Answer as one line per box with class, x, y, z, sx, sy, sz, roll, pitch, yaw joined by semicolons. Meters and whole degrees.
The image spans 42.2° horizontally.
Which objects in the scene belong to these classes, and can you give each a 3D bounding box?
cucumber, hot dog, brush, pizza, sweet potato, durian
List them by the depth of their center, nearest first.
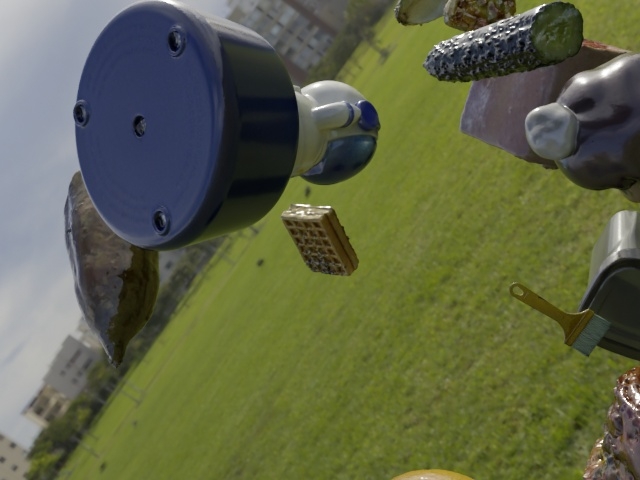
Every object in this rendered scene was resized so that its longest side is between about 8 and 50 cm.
cucumber;0.215;-0.240;1.049;0.072;0.072;0.300;-55;20;-8
sweet potato;-0.338;0.028;1.373;0.158;0.158;0.369;-50;44;36
hot dog;0.556;0.375;1.402;0.387;0.174;0.267;-64;-17;-69
pizza;0.301;-0.410;1.462;0.175;0.134;0.046;-44;-1;-25
brush;0.454;0.141;1.607;0.083;0.205;0.011;-59;0;16
durian;0.201;-0.522;1.650;0.139;0.144;0.252;-33;-6;-17

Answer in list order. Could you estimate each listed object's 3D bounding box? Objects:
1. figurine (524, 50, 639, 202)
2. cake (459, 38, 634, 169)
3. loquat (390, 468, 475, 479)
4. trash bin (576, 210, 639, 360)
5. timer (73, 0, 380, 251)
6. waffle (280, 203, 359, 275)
figurine;0.459;-0.105;1.170;0.206;0.365;0.218;-3;49;42
cake;0.457;-0.269;1.558;0.237;0.309;0.230;46;131;54
loquat;0.156;0.429;1.043;0.275;0.275;0.275;-53;6;8
trash bin;0.663;0.082;1.733;0.250;0.220;0.219;-63;-6;-53
timer;-0.068;-0.134;1.016;0.383;0.270;0.270;-6;-36;-47
waffle;0.000;0.000;1.499;0.102;0.148;0.042;5;46;36
